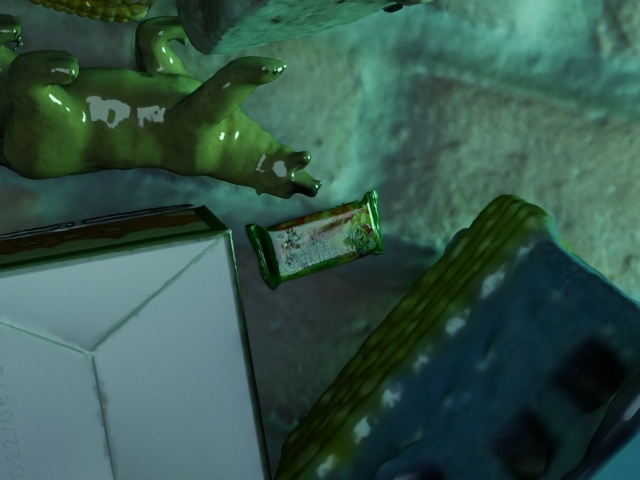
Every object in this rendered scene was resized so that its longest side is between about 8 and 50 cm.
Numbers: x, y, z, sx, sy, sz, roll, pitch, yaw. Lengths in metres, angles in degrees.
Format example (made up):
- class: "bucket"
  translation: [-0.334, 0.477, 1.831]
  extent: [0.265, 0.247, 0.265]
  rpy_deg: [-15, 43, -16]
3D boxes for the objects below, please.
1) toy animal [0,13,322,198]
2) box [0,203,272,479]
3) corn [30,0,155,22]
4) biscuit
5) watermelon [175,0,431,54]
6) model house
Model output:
- class: "toy animal"
  translation: [-0.107, -0.076, 0.889]
  extent: [0.218, 0.103, 0.101]
  rpy_deg: [-2, 114, -15]
- class: "box"
  translation: [-0.131, 0.092, 0.866]
  extent: [0.177, 0.148, 0.195]
  rpy_deg: [-11, 100, -8]
- class: "corn"
  translation: [-0.208, -0.193, 0.847]
  extent: [0.248, 0.081, 0.081]
  rpy_deg: [18, 93, -14]
- class: "biscuit"
  translation: [0.000, 0.000, 0.953]
  extent: [0.089, 0.016, 0.046]
  rpy_deg: [-17, 100, -11]
- class: "watermelon"
  translation: [0.006, -0.208, 0.802]
  extent: [0.228, 0.387, 0.258]
  rpy_deg: [8, 116, -49]
- class: "model house"
  translation: [0.119, 0.119, 0.862]
  extent: [0.215, 0.303, 0.237]
  rpy_deg: [39, 95, -32]
